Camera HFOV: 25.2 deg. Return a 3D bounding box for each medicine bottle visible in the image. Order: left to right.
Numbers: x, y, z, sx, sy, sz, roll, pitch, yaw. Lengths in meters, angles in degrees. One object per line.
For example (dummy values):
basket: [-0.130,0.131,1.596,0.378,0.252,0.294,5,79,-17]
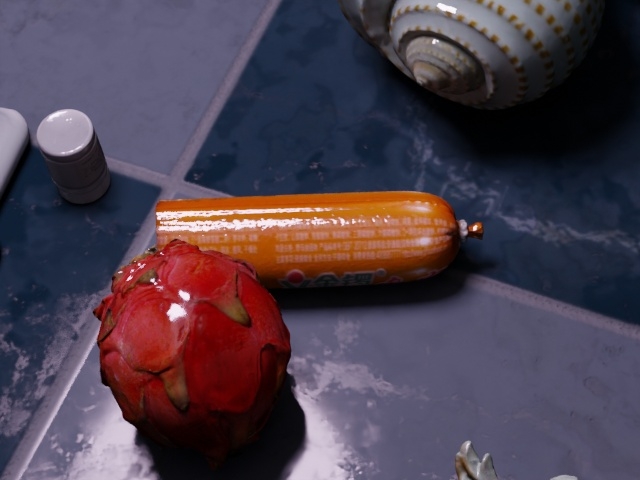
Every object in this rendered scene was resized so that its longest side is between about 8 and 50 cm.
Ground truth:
medicine bottle: [-0.248,-0.084,1.443,0.058,0.091,0.058,-2,59,4]

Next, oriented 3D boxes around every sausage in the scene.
sausage: [0.000,0.000,1.371,0.312,0.093,0.093,-2,58,3]

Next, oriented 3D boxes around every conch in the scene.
conch: [0.148,-0.266,1.457,0.303,0.215,0.319,24,39,17]

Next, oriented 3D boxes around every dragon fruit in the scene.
dragon fruit: [-0.111,0.095,1.272,0.172,0.172,0.210,-29,86,-12]

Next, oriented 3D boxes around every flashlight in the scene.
flashlight: [-0.352,-0.054,1.460,0.093,0.047,0.200,10,61,11]

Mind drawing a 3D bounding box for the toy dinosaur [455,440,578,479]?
toy dinosaur: [0.246,0.326,1.130,0.205,0.092,0.393,-23,83,30]
